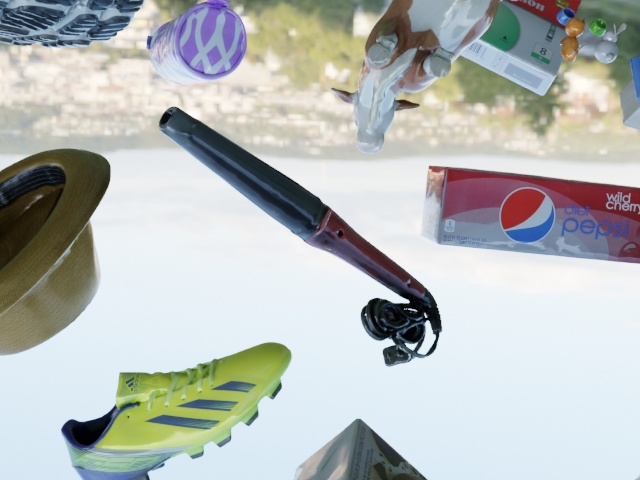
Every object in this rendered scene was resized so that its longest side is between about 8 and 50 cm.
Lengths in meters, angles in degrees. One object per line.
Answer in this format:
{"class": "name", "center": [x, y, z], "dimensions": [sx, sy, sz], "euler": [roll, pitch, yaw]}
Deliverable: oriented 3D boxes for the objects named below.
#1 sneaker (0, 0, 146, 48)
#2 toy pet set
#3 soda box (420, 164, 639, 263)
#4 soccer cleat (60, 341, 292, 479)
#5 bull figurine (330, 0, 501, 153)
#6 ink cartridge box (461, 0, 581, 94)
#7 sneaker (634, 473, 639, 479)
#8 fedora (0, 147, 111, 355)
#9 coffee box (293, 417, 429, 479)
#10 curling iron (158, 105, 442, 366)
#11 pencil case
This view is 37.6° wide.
{"class": "sneaker", "center": [-0.131, -0.191, 0.509], "dimensions": [0.279, 0.118, 0.107], "euler": [-19, 163, 39]}
{"class": "toy pet set", "center": [0.262, -0.148, 0.750], "dimensions": [0.122, 0.114, 0.065], "euler": [13, 146, -14]}
{"class": "soda box", "center": [0.248, -0.027, 1.015], "dimensions": [0.263, 0.083, 0.092], "euler": [5, -175, -8]}
{"class": "soccer cleat", "center": [-0.164, 0.181, 1.036], "dimensions": [0.289, 0.121, 0.093], "euler": [-33, -173, 15]}
{"class": "bull figurine", "center": [0.121, -0.228, 0.993], "dimensions": [0.101, 0.310, 0.188], "euler": [36, -171, -8]}
{"class": "ink cartridge box", "center": [0.295, -0.344, 1.412], "dimensions": [0.181, 0.224, 0.056], "euler": [27, 151, 2]}
{"class": "sneaker", "center": [0.347, 0.329, 0.963], "dimensions": [0.072, 0.178, 0.077], "euler": [3, -168, 13]}
{"class": "fedora", "center": [-0.212, 0.018, 0.664], "dimensions": [0.194, 0.079, 0.194], "euler": [-20, -143, 16]}
{"class": "coffee box", "center": [0.102, 0.369, 1.065], "dimensions": [0.297, 0.119, 0.168], "euler": [43, -158, -11]}
{"class": "curling iron", "center": [0.000, 0.000, 0.621], "dimensions": [0.035, 0.068, 0.274], "euler": [-23, 130, 31]}
{"class": "pencil case", "center": [-0.143, -0.225, 1.082], "dimensions": [0.086, 0.088, 0.206], "euler": [18, -178, -21]}
